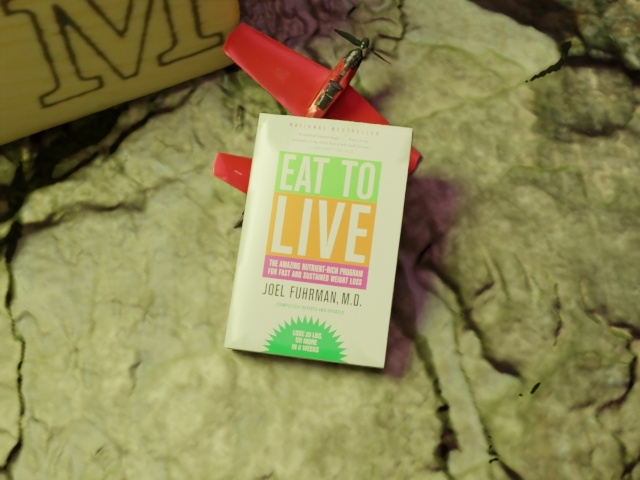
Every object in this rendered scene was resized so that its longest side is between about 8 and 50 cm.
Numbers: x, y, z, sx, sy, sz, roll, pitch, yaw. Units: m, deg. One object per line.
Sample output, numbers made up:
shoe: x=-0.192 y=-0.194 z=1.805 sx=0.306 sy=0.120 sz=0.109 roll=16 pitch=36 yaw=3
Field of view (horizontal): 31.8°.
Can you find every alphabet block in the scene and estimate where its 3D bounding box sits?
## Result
alphabet block: x=-0.176 y=-0.203 z=0.709 sx=0.197 sy=0.193 sz=0.192 roll=-21 pitch=67 yaw=-11

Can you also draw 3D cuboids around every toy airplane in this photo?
toy airplane: x=-0.013 y=-0.072 z=0.717 sx=0.151 sy=0.028 sz=0.151 roll=1 pitch=85 yaw=-10

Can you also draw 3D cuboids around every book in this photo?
book: x=0.000 y=0.000 z=0.679 sx=0.096 sy=0.035 sz=0.144 roll=7 pitch=82 yaw=3
